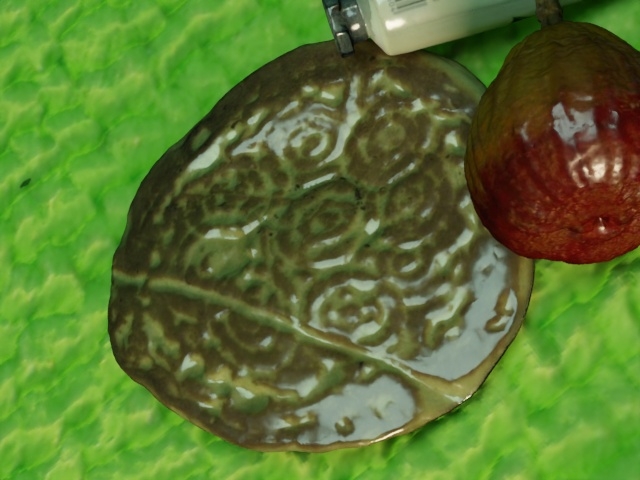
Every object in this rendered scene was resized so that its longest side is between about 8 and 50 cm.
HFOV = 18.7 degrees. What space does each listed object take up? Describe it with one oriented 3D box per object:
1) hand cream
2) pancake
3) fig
[{"bbox_3d":[0.115,-0.152,1.040,0.234,0.050,0.080,-18,62,2],"label":"hand cream"},{"bbox_3d":[0.000,0.000,1.044,0.250,0.031,0.250,-11,61,20],"label":"pancake"},{"bbox_3d":[0.135,-0.055,0.968,0.119,0.119,0.153,-4,35,25],"label":"fig"}]
